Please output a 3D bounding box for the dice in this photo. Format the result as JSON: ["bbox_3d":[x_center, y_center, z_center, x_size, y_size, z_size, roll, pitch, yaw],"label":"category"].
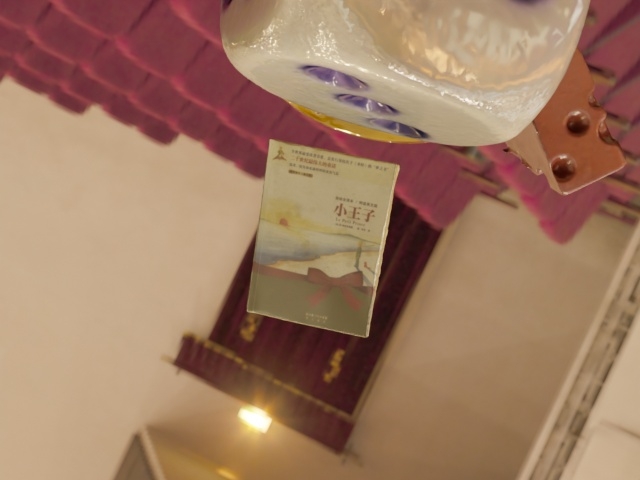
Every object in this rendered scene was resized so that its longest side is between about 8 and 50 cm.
[{"bbox_3d":[0.085,-0.279,1.130,0.304,0.304,0.277,17,175,-22],"label":"dice"}]

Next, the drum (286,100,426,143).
[{"bbox_3d":[0.107,-0.350,1.572,0.431,0.214,0.431,9,145,6],"label":"drum"}]

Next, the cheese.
[{"bbox_3d":[0.348,-0.199,1.673,0.203,0.128,0.177,-122,9,-56],"label":"cheese"}]

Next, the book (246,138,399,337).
[{"bbox_3d":[0.000,0.000,1.668,0.201,0.289,0.026,12,-158,11],"label":"book"}]
